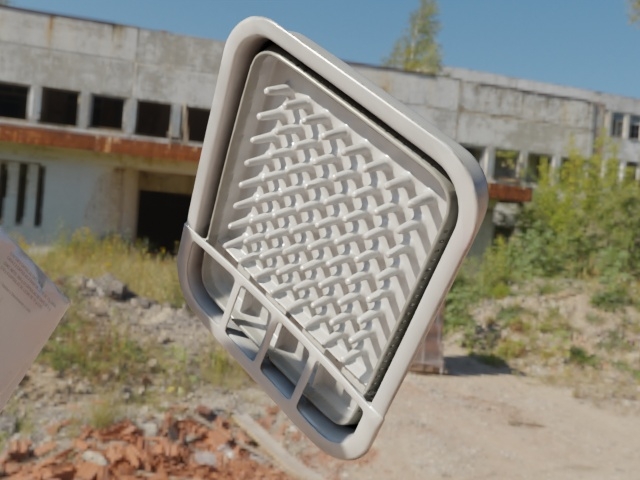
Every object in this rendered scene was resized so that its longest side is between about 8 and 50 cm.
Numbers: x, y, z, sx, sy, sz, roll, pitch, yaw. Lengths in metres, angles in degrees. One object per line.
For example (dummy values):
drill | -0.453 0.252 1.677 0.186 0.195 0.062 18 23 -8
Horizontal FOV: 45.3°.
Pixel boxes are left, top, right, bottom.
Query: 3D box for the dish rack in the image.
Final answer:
dish rack | 0.000 0.000 0.681 0.072 0.333 0.285 -20 51 -41

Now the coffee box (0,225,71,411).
coffee box | -0.646 0.109 1.089 0.334 0.338 0.338 4 -38 27
